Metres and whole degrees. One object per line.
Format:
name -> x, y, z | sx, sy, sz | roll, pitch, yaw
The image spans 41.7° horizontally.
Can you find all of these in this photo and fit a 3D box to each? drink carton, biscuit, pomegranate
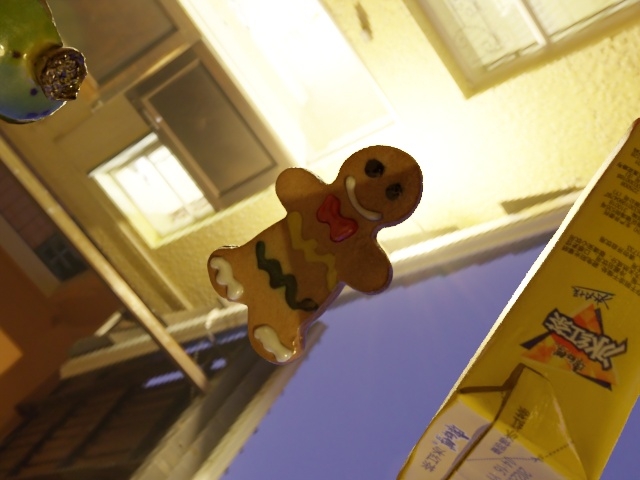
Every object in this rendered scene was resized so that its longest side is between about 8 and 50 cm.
drink carton -> 0.204, 0.064, 0.665 | 0.351, 0.111, 0.155 | -45, 163, -36
biscuit -> -0.001, 0.000, 0.814 | 0.240, 0.158, 0.035 | -45, 164, 8
pomegranate -> -0.286, -0.167, 0.756 | 0.122, 0.143, 0.169 | -18, -134, -19
